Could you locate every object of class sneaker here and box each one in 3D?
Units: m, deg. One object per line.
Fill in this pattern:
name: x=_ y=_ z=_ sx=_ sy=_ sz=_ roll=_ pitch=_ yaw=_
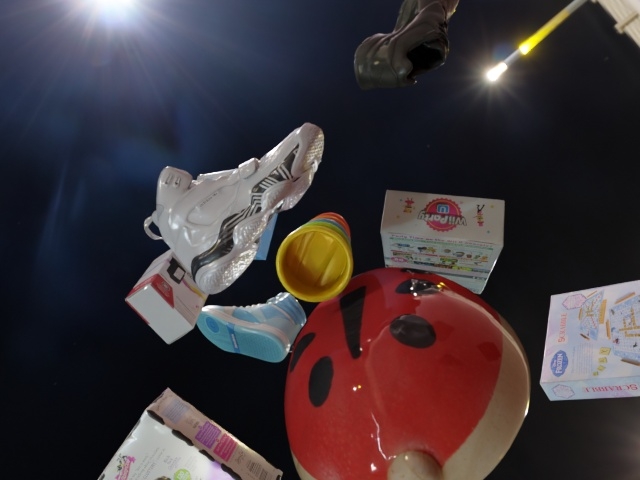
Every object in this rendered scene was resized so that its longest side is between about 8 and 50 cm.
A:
sneaker: x=-0.185 y=0.220 z=1.405 sx=0.208 sy=0.319 sz=0.127 roll=-44 pitch=-40 yaw=-47
sneaker: x=-0.165 y=-0.100 z=0.911 sx=0.210 sy=0.366 sz=0.137 roll=36 pitch=179 yaw=11
sneaker: x=0.187 y=-0.365 z=0.891 sx=0.286 sy=0.130 sz=0.109 roll=-53 pitch=-40 yaw=-17

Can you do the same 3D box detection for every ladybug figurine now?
ladybug figurine: x=0.081 y=0.145 z=0.612 sx=0.162 sy=0.305 sz=0.449 roll=60 pitch=-176 yaw=-7

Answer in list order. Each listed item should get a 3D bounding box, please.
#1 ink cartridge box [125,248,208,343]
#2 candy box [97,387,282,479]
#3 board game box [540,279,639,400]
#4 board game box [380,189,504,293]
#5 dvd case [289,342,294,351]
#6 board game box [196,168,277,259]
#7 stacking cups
ink cartridge box: x=-0.309 y=0.107 z=1.028 sx=0.127 sy=0.072 sz=0.175 roll=52 pitch=-164 yaw=-19
candy box: x=-0.178 y=0.323 z=0.646 sx=0.196 sy=0.165 sz=0.070 roll=36 pitch=-170 yaw=1
board game box: x=0.705 y=0.226 z=1.164 sx=0.066 sy=0.318 sz=0.319 roll=55 pitch=-137 yaw=-18
board game box: x=0.248 y=0.013 z=1.042 sx=0.303 sy=0.224 sz=0.098 roll=67 pitch=-148 yaw=-67
dvd case: x=0.043 y=0.321 z=1.481 sx=0.238 sy=0.179 sz=0.030 roll=10 pitch=-109 yaw=-38
board game box: x=-0.244 y=-0.070 z=1.312 sx=0.064 sy=0.316 sz=0.242 roll=30 pitch=-113 yaw=-45
stacking cups: x=0.000 y=0.000 z=0.744 sx=0.096 sy=0.096 sz=0.316 roll=48 pitch=-171 yaw=-6
